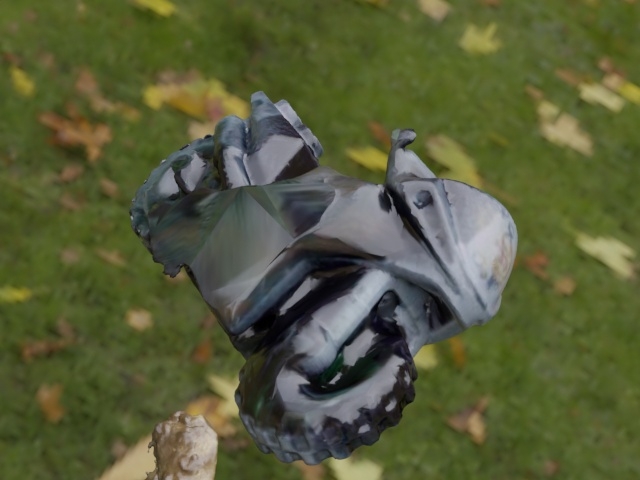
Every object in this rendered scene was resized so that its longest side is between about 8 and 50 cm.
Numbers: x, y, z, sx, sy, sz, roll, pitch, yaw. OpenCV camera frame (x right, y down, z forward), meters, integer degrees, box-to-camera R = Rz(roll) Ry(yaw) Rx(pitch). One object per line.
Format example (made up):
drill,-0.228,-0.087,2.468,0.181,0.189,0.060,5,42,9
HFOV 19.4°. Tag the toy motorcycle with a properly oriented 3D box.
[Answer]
toy motorcycle,0.000,0.000,0.914,0.106,0.159,0.270,57,-1,-36

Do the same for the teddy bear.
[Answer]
teddy bear,-0.223,0.325,1.857,0.222,0.246,0.296,5,57,-2
